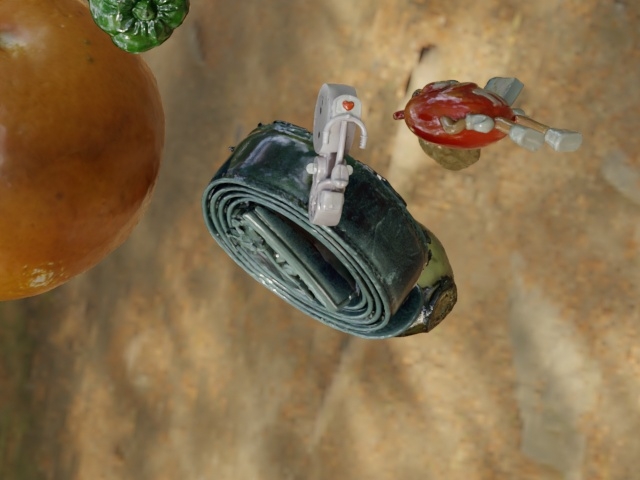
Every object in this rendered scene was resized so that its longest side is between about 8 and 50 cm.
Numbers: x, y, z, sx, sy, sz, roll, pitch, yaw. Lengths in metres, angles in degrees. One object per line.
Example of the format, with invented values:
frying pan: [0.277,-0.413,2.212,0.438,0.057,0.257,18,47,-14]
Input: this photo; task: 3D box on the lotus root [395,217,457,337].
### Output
lotus root: [0.043,0.017,2.203,0.309,0.173,0.173,26,107,24]

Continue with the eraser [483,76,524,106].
eraser: [0.229,-0.189,2.116,0.038,0.019,0.083,-58,15,-3]

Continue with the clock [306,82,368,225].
clock: [0.011,-0.077,1.486,0.087,0.041,0.129,-160,76,-77]

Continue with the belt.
belt: [0.000,0.000,1.732,0.116,0.267,0.206,-55,9,-27]

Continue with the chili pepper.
chili pepper: [-0.145,-0.230,1.311,0.083,0.099,0.253,-28,26,12]

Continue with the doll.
doll: [0.195,-0.150,2.040,0.217,0.183,0.085,14,101,33]

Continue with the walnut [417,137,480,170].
walnut: [0.170,-0.137,2.195,0.082,0.096,0.079,-31,36,25]

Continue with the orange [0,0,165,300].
orange: [-0.394,-0.115,1.920,0.326,0.424,0.424,108,157,-45]
